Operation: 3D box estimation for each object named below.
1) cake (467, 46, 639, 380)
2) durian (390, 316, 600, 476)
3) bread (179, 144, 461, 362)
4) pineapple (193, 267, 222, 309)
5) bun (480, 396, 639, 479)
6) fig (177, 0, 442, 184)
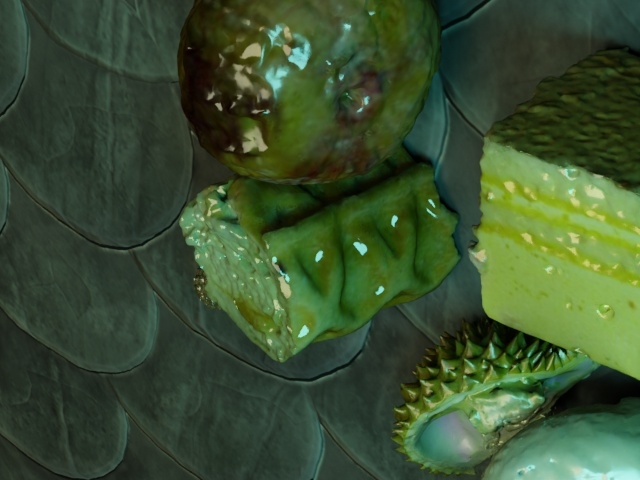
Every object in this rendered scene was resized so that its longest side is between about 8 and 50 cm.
[{"bbox_3d":[0.293,0.000,1.477,0.227,0.222,0.286,25,134,32],"label":"cake"},{"bbox_3d":[0.189,0.177,1.767,0.166,0.172,0.306,48,127,0],"label":"durian"},{"bbox_3d":[-0.002,-0.006,1.754,0.238,0.252,0.196,39,144,24],"label":"bread"},{"bbox_3d":[-0.109,0.025,2.019,0.074,0.074,0.159,47,135,7],"label":"pineapple"},{"bbox_3d":[0.324,0.336,1.673,0.359,0.211,0.360,3,109,8],"label":"bun"},{"bbox_3d":[-0.037,-0.235,1.654,0.369,0.286,0.286,-121,24,-49],"label":"fig"}]
